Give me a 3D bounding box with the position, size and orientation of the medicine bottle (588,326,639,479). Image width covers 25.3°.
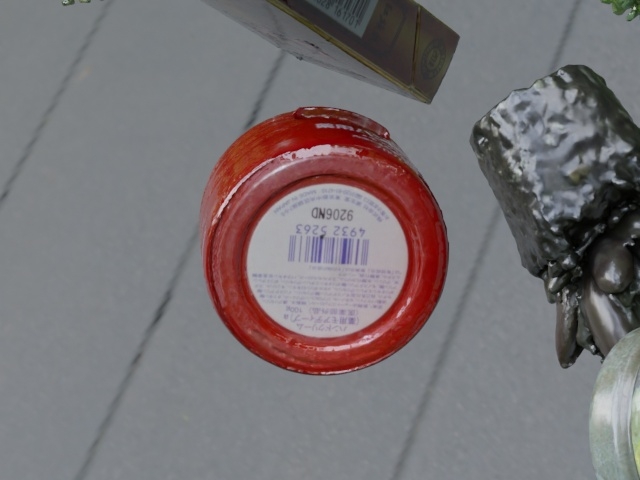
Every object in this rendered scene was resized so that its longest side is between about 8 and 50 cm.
[{"bbox_3d":[0.304,0.094,0.740,0.322,0.151,0.151,-15,47,50],"label":"medicine bottle"}]

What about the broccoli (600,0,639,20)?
[{"bbox_3d":[0.352,-0.248,1.004,0.277,0.338,0.317,-23,19,48],"label":"broccoli"}]

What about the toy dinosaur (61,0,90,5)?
[{"bbox_3d":[-0.218,-0.237,1.251,0.119,0.060,0.029,-6,13,13],"label":"toy dinosaur"}]

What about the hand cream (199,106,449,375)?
[{"bbox_3d":[0.000,0.000,1.105,0.193,0.193,0.125,-39,19,6],"label":"hand cream"}]

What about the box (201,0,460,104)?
[{"bbox_3d":[-0.020,-0.189,1.093,0.159,0.240,0.071,22,89,37],"label":"box"}]

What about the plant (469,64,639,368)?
[{"bbox_3d":[0.284,-0.010,1.478,0.194,0.181,0.321,-29,78,0],"label":"plant"}]
